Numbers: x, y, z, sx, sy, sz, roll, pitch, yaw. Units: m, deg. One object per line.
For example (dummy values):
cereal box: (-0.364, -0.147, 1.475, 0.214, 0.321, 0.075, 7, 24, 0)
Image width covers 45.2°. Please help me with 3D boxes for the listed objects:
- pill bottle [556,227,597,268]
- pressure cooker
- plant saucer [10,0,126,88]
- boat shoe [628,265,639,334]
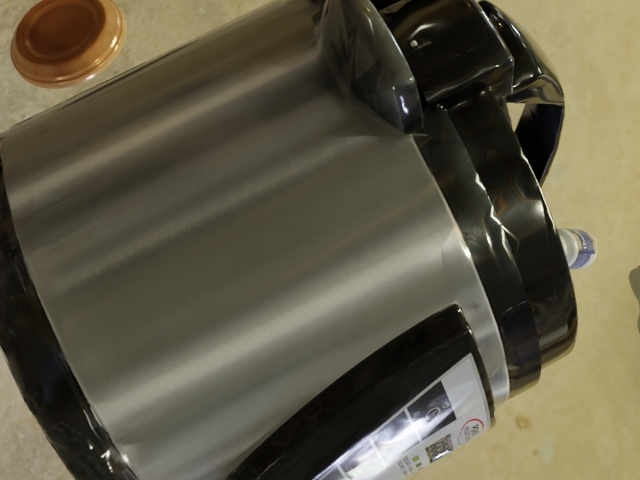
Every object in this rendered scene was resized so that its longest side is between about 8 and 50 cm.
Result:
pill bottle: (0.386, 0.013, 1.220, 0.120, 0.067, 0.067, 1, 93, -49)
pressure cooker: (-0.003, -0.006, 0.607, 0.420, 0.370, 0.375, -27, 109, -3)
plant saucer: (-0.423, -0.341, 1.271, 0.200, 0.200, 0.037, -51, 157, -16)
boat shoe: (0.486, 0.099, 1.117, 0.042, 0.049, 0.133, -14, 92, -38)
